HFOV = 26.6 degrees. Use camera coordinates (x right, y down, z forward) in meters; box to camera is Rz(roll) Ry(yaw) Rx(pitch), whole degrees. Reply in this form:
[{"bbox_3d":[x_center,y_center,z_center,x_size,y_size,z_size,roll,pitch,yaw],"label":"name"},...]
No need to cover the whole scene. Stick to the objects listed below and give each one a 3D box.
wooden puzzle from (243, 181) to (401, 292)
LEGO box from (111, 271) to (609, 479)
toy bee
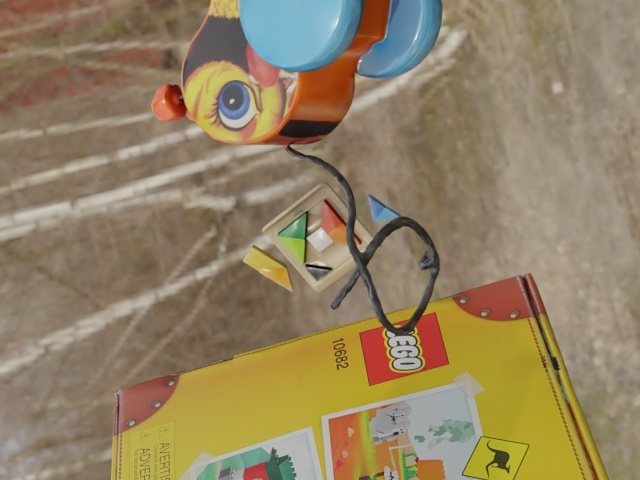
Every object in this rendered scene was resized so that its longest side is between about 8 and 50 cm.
[{"bbox_3d":[0.000,0.000,1.056,0.078,0.116,0.014,41,-156,-11],"label":"wooden puzzle"},{"bbox_3d":[0.048,0.287,0.996,0.500,0.372,0.193,-99,-9,-54],"label":"LEGO box"},{"bbox_3d":[-0.029,-0.115,0.733,0.195,0.162,0.298,30,-112,-50],"label":"toy bee"}]
